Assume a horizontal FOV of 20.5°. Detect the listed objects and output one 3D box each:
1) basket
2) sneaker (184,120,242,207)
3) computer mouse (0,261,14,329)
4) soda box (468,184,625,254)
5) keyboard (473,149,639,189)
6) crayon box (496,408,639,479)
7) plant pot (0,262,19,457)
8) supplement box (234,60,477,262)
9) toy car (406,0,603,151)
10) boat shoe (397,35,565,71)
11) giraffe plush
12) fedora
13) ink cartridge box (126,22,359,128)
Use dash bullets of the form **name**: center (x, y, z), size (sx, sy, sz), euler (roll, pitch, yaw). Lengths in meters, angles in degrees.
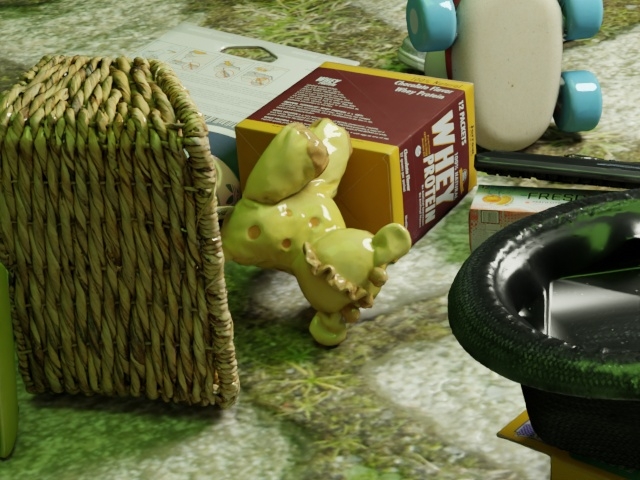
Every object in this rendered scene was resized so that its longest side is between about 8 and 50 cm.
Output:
- **basket**: center (-0.160, -0.017, 1.639), size (0.223, 0.299, 0.213), euler (2, 27, 17)
- **sneaker**: center (-0.233, -0.077, 1.960), size (0.319, 0.112, 0.131), euler (0, 25, 10)
- **computer mouse**: center (-0.398, 0.028, 1.844), size (0.188, 0.072, 0.272), euler (-11, 41, -16)
- **soda box**: center (0.248, -0.017, 1.830), size (0.183, 0.058, 0.063), euler (4, 28, 14)
- **keyboard**: center (0.329, -0.068, 1.887), size (0.317, 0.033, 0.201), euler (8, 8, 19)
- **crayon box**: center (0.329, 0.190, 1.403), size (0.323, 0.083, 0.203), euler (19, 36, 36)
- **plant pot**: center (-0.395, 0.101, 1.541), size (0.228, 0.227, 0.207), euler (19, 30, 38)
- **supplement box**: center (0.043, -0.091, 1.926), size (0.191, 0.129, 0.194), euler (12, 32, 28)
- **toy car**: center (0.189, -0.225, 2.105), size (0.219, 0.210, 0.238), euler (-6, 15, -15)
- **boat shoe**: center (0.236, -0.296, 2.311), size (0.320, 0.103, 0.118), euler (-20, 31, -26)
- **giraffe plush**: center (0.000, 0.000, 1.732), size (0.170, 0.181, 0.210), euler (36, 37, 14)
- **fedora**: center (0.269, 0.084, 1.358), size (0.334, 0.152, 0.334), euler (-7, 28, 4)
- **ink cartridge box**: center (-0.141, -0.172, 2.174), size (0.296, 0.066, 0.261), euler (16, 34, 33)
